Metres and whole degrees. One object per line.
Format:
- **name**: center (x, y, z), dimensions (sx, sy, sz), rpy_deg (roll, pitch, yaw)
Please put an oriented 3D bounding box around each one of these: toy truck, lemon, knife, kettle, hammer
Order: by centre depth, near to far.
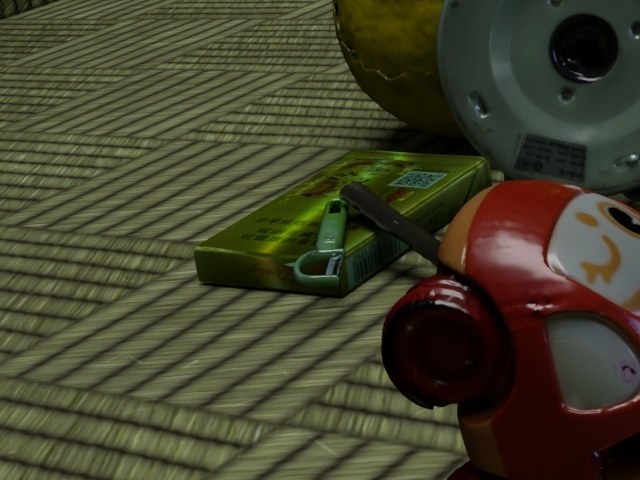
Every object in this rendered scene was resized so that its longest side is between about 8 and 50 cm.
- **toy truck**: center (0.187, 0.084, 0.997), dimensions (0.239, 0.265, 0.189), rpy_deg (-11, 17, 26)
- **hammer**: center (0.105, 0.009, 1.518), dimensions (0.125, 0.027, 0.297), rpy_deg (-18, 31, -28)
- **kettle**: center (0.227, -0.142, 1.530), dimensions (0.247, 0.319, 0.342), rpy_deg (21, 8, 5)
- **knife**: center (0.000, 0.001, 1.550), dimensions (0.054, 0.015, 0.212), rpy_deg (-5, 20, 8)
- **lemon**: center (0.196, -0.285, 1.953), dimensions (0.349, 0.350, 0.387), rpy_deg (9, 1, 42)

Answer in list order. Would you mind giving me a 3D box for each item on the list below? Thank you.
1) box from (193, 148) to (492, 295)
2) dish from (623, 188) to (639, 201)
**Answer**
- **box**: center (0.030, -0.024, 1.697), dimensions (0.173, 0.043, 0.311), rpy_deg (5, 23, 32)
- **dish**: center (0.394, -0.034, 1.513), dimensions (0.224, 0.078, 0.246), rpy_deg (-14, 18, -15)
